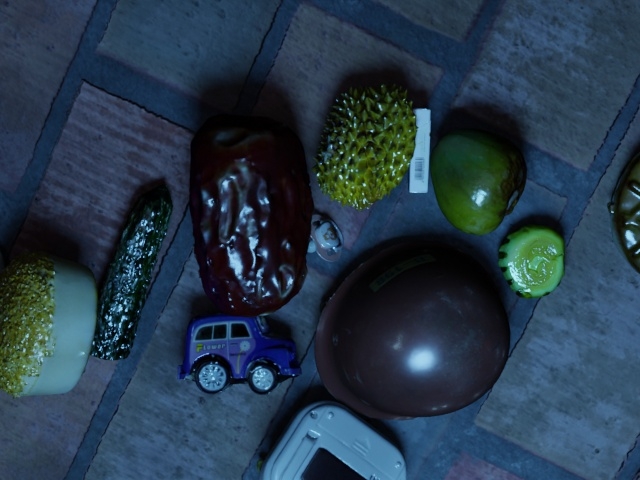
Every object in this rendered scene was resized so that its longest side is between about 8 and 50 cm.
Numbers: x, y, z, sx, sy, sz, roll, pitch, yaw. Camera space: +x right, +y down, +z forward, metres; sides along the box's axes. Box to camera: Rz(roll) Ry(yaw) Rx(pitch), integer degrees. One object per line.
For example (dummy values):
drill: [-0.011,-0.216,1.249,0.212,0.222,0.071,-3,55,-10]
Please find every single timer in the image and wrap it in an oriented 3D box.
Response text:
timer: [0.032,0.445,1.568,0.262,0.087,0.237,37,64,-5]

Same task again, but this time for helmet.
helmet: [0.189,0.185,1.513,0.385,0.230,0.337,-22,98,-7]

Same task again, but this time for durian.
durian: [0.074,-0.181,1.536,0.138,0.183,0.249,14,93,-29]

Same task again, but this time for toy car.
toy car: [-0.154,0.215,1.609,0.235,0.172,0.157,0,82,0]

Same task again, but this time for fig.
fig: [0.283,-0.115,1.521,0.181,0.181,0.191,-42,85,8]

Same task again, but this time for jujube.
jujube: [-0.126,-0.052,1.518,0.259,0.258,0.376,-10,93,6]

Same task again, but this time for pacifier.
pacifier: [0.000,0.000,1.622,0.078,0.082,0.099,-32,82,39]

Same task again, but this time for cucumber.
cucumber: [-0.369,0.058,1.635,0.096,0.096,0.359,20,99,2]

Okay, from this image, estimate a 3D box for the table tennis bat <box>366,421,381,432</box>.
table tennis bat: [0.079,0.452,1.635,0.108,0.119,0.169,-12,94,8]

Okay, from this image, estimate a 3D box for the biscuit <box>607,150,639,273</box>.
biscuit: [0.703,-0.055,1.534,0.332,0.103,0.331,0,96,3]

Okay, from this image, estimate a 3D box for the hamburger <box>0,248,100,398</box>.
hamburger: [-0.533,0.157,1.566,0.179,0.294,0.275,10,82,-27]

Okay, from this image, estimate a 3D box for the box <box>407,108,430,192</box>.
box: [0.186,-0.169,1.570,0.040,0.084,0.154,1,97,6]

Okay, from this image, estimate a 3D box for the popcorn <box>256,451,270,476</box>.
popcorn: [-0.065,0.470,1.648,0.126,0.125,0.145,31,109,-9]

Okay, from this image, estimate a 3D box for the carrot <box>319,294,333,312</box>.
carrot: [0.066,0.185,1.635,0.060,0.060,0.186,-38,96,8]

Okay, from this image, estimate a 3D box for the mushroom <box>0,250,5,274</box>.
mushroom: [-0.710,0.164,1.677,0.123,0.095,0.351,21,96,19]

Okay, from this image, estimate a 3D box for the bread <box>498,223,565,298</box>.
bread: [0.404,0.038,1.584,0.130,0.071,0.139,-19,93,3]
